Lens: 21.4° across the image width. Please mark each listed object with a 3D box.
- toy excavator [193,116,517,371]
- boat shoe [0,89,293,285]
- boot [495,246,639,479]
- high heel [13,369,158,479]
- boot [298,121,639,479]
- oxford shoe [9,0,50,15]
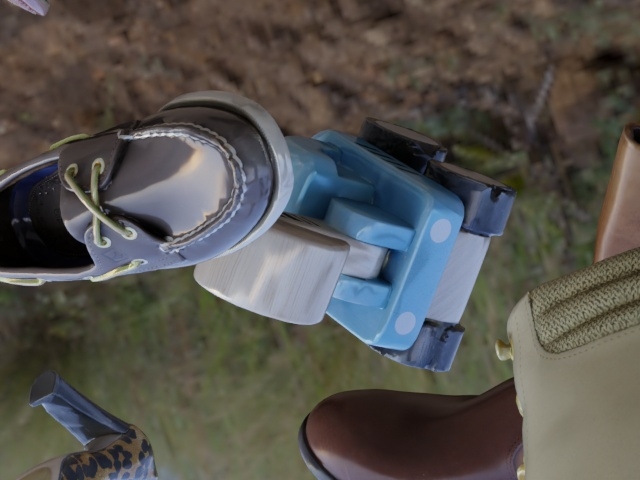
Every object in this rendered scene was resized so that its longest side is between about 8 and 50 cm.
[{"bbox_3d":[0.000,0.000,1.775,0.445,0.222,0.433,12,-166,-35],"label":"toy excavator"},{"bbox_3d":[-0.146,-0.027,1.196,0.096,0.117,0.324,-22,-172,-39],"label":"boat shoe"},{"bbox_3d":[0.100,0.132,0.704,0.095,0.203,0.262,21,132,-29],"label":"boot"},{"bbox_3d":[-0.235,0.279,1.708,0.093,0.186,0.261,-21,-137,29],"label":"high heel"},{"bbox_3d":[0.137,0.058,0.938,0.264,0.280,0.096,16,-139,2],"label":"boot"},{"bbox_3d":[-0.366,-0.383,1.857,0.146,0.140,0.397,-56,159,-12],"label":"oxford shoe"}]
